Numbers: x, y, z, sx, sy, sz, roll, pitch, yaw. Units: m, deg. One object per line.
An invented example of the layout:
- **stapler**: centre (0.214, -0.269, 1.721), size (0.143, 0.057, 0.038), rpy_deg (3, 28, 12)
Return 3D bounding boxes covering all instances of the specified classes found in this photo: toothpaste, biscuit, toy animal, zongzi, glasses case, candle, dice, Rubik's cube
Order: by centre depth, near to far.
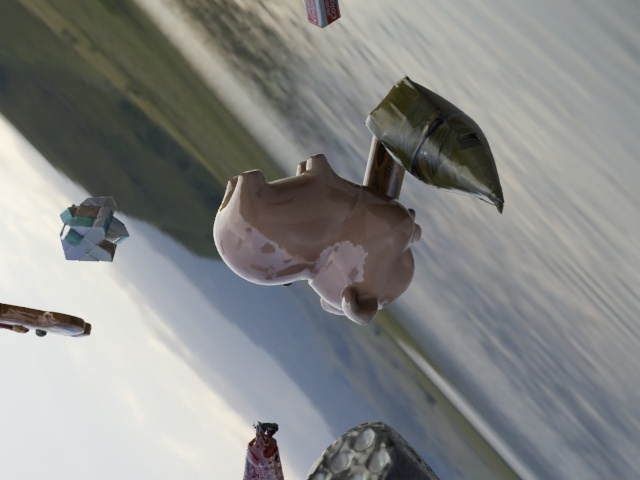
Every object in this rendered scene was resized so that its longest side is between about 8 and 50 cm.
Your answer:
- **Rubik's cube**: centre (-0.283, -0.019, 1.494), size (0.075, 0.084, 0.073), rpy_deg (-106, 9, -48)
- **toothpaste**: centre (-0.006, -0.389, 1.646), size (0.040, 0.047, 0.196), rpy_deg (32, 146, 38)
- **zongzi**: centre (0.227, -0.104, 1.796), size (0.289, 0.123, 0.260), rpy_deg (43, -171, 33)
- **toy animal**: centre (0.000, 0.000, 1.880), size (0.237, 0.326, 0.269), rpy_deg (-175, 75, -78)
- **dice**: centre (0.095, 0.411, 1.899), size (0.183, 0.182, 0.181), rpy_deg (47, 180, -32)
- **candle**: centre (-0.098, 0.377, 1.972), size (0.302, 0.084, 0.059), rpy_deg (90, 162, -52)
- **glasses case**: centre (0.111, -0.118, 1.977), size (0.041, 0.064, 0.170), rpy_deg (-111, 25, -48)
- **biscuit**: centre (-0.568, 0.133, 2.123), size (0.323, 0.049, 0.205), rpy_deg (13, 171, 0)

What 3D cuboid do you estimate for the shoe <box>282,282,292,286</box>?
- **shoe**: centre (-0.066, 0.037, 2.145), size (0.099, 0.125, 0.227), rpy_deg (58, -178, 21)
